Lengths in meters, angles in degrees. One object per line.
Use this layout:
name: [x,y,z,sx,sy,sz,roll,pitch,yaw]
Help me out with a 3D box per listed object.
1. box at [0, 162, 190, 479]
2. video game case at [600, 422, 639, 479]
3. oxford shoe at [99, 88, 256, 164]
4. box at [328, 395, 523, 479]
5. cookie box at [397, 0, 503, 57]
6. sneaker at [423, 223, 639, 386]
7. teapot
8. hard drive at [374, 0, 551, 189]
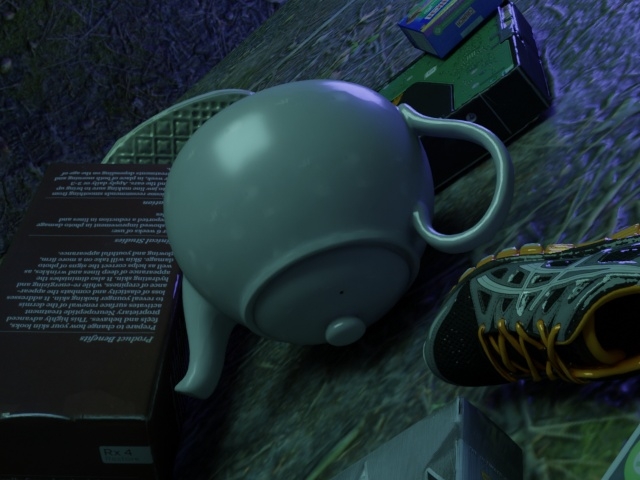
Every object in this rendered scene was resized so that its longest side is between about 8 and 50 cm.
box: [-0.222,0.079,0.975,0.191,0.143,0.381,1,37,3]
video game case: [0.175,0.144,0.416,0.190,0.022,0.173,-50,20,-16]
oxford shoe: [-0.229,-0.024,1.224,0.449,0.169,0.130,-44,0,4]
box: [0.007,0.212,0.519,0.231,0.056,0.183,-40,19,30]
cookie box: [0.143,-0.254,1.076,0.092,0.040,0.107,-42,20,3]
sneaker: [0.144,0.048,0.568,0.214,0.084,0.083,-27,19,38]
teapot: [0.000,0.000,0.816,0.256,0.252,0.187,112,143,-50]
hard drive: [0.087,-0.112,1.050,0.339,0.064,0.237,-36,21,23]
